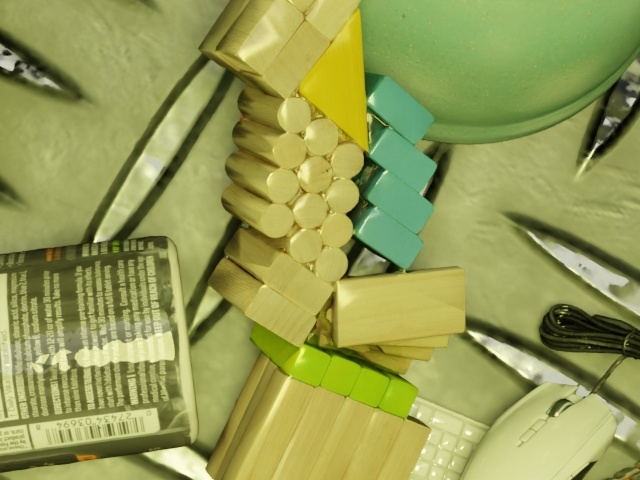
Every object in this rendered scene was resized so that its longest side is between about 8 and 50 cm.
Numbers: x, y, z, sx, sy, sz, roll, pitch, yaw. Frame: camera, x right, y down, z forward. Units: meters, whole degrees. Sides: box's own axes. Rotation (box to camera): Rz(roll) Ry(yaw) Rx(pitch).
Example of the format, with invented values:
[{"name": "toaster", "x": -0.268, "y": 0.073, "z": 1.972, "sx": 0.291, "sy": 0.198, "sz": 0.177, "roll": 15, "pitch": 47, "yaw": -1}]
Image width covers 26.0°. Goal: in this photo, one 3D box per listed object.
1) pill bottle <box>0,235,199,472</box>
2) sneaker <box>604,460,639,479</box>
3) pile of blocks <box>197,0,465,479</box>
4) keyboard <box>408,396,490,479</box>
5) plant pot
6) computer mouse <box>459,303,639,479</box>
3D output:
[{"name": "pill bottle", "x": -0.200, "y": 0.074, "z": 0.821, "sx": 0.246, "sy": 0.130, "sz": 0.130, "roll": -7, "pitch": 83, "yaw": -5}, {"name": "sneaker", "x": 0.201, "y": 0.188, "z": 0.867, "sx": 0.215, "sy": 0.084, "sz": 0.083, "roll": -26, "pitch": 84, "yaw": 3}, {"name": "pile of blocks", "x": 0.000, "y": 0.000, "z": 0.847, "sx": 0.149, "sy": 0.112, "sz": 0.362, "roll": -2, "pitch": 102, "yaw": -20}, {"name": "keyboard", "x": 0.040, "y": 0.229, "z": 0.879, "sx": 0.072, "sy": 0.014, "sz": 0.256, "roll": 22, "pitch": 81, "yaw": -1}, {"name": "plant pot", "x": 0.105, "y": -0.222, "z": 0.853, "sx": 0.293, "sy": 0.196, "sz": 0.293, "roll": 1, "pitch": 82, "yaw": -5}, {"name": "computer mouse", "x": 0.143, "y": 0.117, "z": 0.850, "sx": 0.106, "sy": 0.042, "sz": 0.193, "roll": 22, "pitch": 62, "yaw": 37}]
